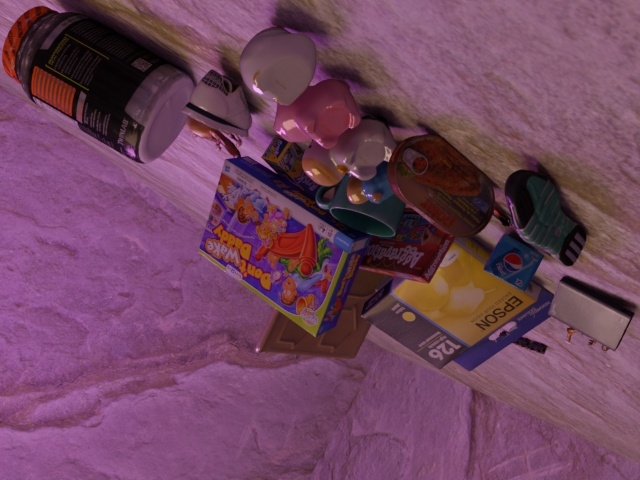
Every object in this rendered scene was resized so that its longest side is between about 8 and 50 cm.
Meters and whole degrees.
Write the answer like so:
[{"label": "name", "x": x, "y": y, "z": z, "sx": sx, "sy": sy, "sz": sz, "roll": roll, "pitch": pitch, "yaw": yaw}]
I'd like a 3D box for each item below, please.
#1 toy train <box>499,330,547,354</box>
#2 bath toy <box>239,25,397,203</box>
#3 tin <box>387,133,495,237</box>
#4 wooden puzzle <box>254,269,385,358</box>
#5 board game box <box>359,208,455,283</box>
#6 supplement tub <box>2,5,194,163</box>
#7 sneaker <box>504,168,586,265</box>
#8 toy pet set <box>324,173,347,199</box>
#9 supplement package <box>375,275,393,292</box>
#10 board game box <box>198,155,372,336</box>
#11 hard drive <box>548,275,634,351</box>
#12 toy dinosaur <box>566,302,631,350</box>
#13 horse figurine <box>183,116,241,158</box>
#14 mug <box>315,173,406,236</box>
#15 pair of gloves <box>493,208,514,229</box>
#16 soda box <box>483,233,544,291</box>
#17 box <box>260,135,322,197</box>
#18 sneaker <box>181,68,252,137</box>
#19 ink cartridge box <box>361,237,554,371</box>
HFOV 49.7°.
[{"label": "toy train", "x": 0.558, "y": 0.283, "z": 1.895, "sx": 0.036, "sy": 0.027, "sz": 0.158, "roll": 33, "pitch": 170, "yaw": -33}, {"label": "bath toy", "x": -0.002, "y": -0.185, "z": 1.026, "sx": 0.348, "sy": 0.151, "sz": 0.129, "roll": 42, "pitch": -160, "yaw": -44}, {"label": "tin", "x": 0.180, "y": -0.079, "z": 1.031, "sx": 0.189, "sy": 0.106, "sz": 0.040, "roll": 36, "pitch": 169, "yaw": -23}, {"label": "wooden puzzle", "x": 0.021, "y": 0.129, "z": 1.658, "sx": 0.347, "sy": 0.322, "sz": 0.080, "roll": 10, "pitch": -158, "yaw": -43}, {"label": "board game box", "x": 0.161, "y": 0.003, "z": 1.364, "sx": 0.027, "sy": 0.145, "sz": 0.281, "roll": 35, "pitch": 169, "yaw": -23}, {"label": "supplement tub", "x": -0.445, "y": -0.318, "z": 1.388, "sx": 0.338, "sy": 0.207, "sz": 0.207, "roll": 31, "pitch": 170, "yaw": 5}, {"label": "sneaker", "x": 0.297, "y": -0.034, "z": 0.998, "sx": 0.098, "sy": 0.083, "sz": 0.223, "roll": 27, "pitch": 171, "yaw": 47}, {"label": "toy pet set", "x": 0.049, "y": -0.122, "z": 1.397, "sx": 0.114, "sy": 0.065, "sz": 0.122, "roll": -7, "pitch": -158, "yaw": -41}, {"label": "supplement package", "x": 0.257, "y": 0.155, "z": 1.666, "sx": 0.194, "sy": 0.149, "sz": 0.203, "roll": 25, "pitch": 152, "yaw": 26}, {"label": "board game box", "x": -0.083, "y": 0.006, "z": 1.443, "sx": 0.347, "sy": 0.233, "sz": 0.078, "roll": 32, "pitch": -153, "yaw": 25}, {"label": "hard drive", "x": 0.488, "y": 0.132, "z": 1.255, "sx": 0.135, "sy": 0.022, "sz": 0.094, "roll": 31, "pitch": 141, "yaw": 29}, {"label": "toy dinosaur", "x": 0.526, "y": 0.148, "z": 1.319, "sx": 0.112, "sy": 0.064, "sz": 0.211, "roll": -8, "pitch": 149, "yaw": 19}, {"label": "horse figurine", "x": -0.286, "y": -0.265, "z": 1.590, "sx": 0.263, "sy": 0.066, "sz": 0.174, "roll": 30, "pitch": 176, "yaw": 20}, {"label": "mug", "x": 0.082, "y": -0.082, "z": 1.281, "sx": 0.157, "sy": 0.097, "sz": 0.129, "roll": 24, "pitch": 168, "yaw": -11}, {"label": "pair of gloves", "x": 0.308, "y": -0.026, "z": 1.127, "sx": 0.074, "sy": 0.010, "sz": 0.083, "roll": 33, "pitch": -171, "yaw": -46}, {"label": "soda box", "x": 0.321, "y": 0.038, "z": 1.162, "sx": 0.071, "sy": 0.067, "sz": 0.210, "roll": 29, "pitch": -175, "yaw": 12}, {"label": "box", "x": -0.053, "y": -0.151, "z": 1.479, "sx": 0.054, "sy": 0.059, "sz": 0.169, "roll": 26, "pitch": 169, "yaw": 36}, {"label": "sneaker", "x": -0.171, "y": -0.254, "z": 1.289, "sx": 0.090, "sy": 0.095, "sz": 0.235, "roll": 25, "pitch": -171, "yaw": 7}, {"label": "ink cartridge box", "x": 0.293, "y": 0.149, "z": 1.443, "sx": 0.307, "sy": 0.072, "sz": 0.303, "roll": 35, "pitch": 129, "yaw": -10}]
